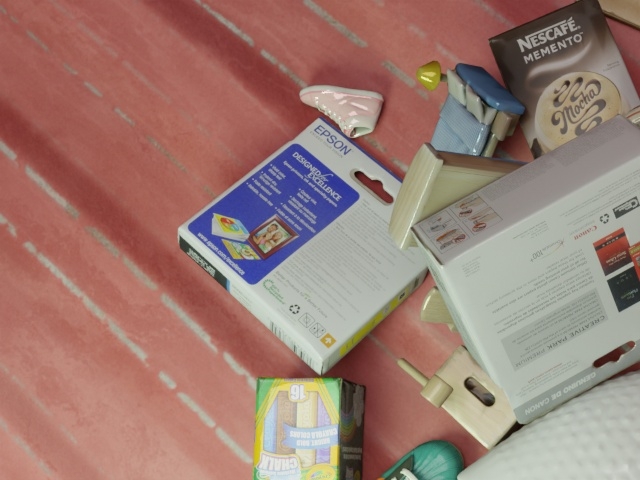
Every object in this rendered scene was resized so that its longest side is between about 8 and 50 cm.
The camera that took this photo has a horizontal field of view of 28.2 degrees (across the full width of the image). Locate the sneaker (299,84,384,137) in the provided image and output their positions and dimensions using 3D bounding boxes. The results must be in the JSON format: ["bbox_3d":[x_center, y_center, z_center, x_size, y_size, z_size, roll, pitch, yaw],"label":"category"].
[{"bbox_3d":[0.027,-0.197,1.960,0.134,0.051,0.070,8,77,14],"label":"sneaker"}]

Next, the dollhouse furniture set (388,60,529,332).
[{"bbox_3d":[0.147,-0.078,1.775,0.303,0.198,0.286,60,136,51],"label":"dollhouse furniture set"}]

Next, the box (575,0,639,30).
[{"bbox_3d":[0.499,-0.383,1.861,0.201,0.021,0.164,29,89,20],"label":"box"}]

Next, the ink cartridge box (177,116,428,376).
[{"bbox_3d":[0.000,0.000,1.900,0.303,0.072,0.307,41,62,20],"label":"ink cartridge box"}]

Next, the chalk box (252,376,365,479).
[{"bbox_3d":[-0.016,0.308,1.840,0.132,0.132,0.213,0,79,17],"label":"chalk box"}]

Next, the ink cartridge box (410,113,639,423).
[{"bbox_3d":[0.314,0.040,1.617,0.309,0.130,0.272,-28,117,-2],"label":"ink cartridge box"}]

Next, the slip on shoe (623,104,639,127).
[{"bbox_3d":[0.528,-0.172,1.713,0.331,0.123,0.101,-17,40,-19],"label":"slip on shoe"}]

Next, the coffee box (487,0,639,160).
[{"bbox_3d":[0.371,-0.173,1.811,0.168,0.119,0.297,-23,74,12],"label":"coffee box"}]

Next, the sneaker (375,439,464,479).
[{"bbox_3d":[0.082,0.400,1.797,0.302,0.121,0.108,-46,71,5],"label":"sneaker"}]

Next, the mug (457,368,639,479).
[{"bbox_3d":[0.408,0.352,1.605,0.328,0.276,0.374,-36,49,0],"label":"mug"}]

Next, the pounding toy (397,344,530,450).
[{"bbox_3d":[0.201,0.194,1.752,0.181,0.206,0.094,42,94,20],"label":"pounding toy"}]
